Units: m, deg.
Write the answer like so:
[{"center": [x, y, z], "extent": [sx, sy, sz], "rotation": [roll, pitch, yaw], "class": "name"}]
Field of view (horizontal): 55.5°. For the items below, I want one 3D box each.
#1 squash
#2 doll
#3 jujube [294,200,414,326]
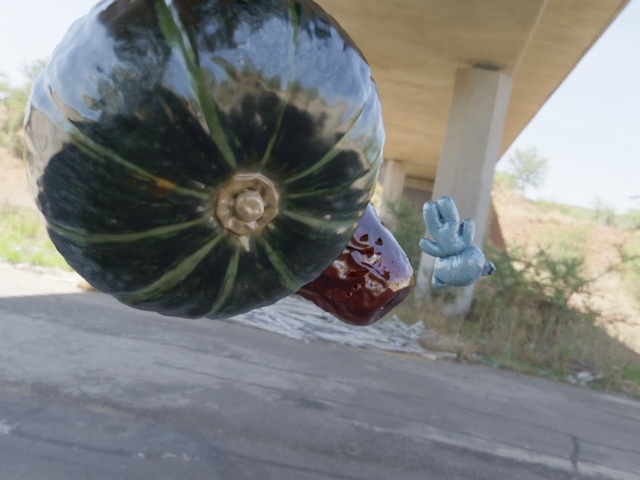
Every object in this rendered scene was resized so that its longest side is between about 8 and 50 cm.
[{"center": [-0.077, -0.061, 0.438], "extent": [0.252, 0.252, 0.165], "rotation": [9, 28, -30], "class": "squash"}, {"center": [0.241, 0.003, 1.121], "extent": [0.120, 0.180, 0.075], "rotation": [-18, 9, 22], "class": "doll"}, {"center": [0.000, 0.000, 0.787], "extent": [0.255, 0.190, 0.190], "rotation": [46, 13, 16], "class": "jujube"}]
